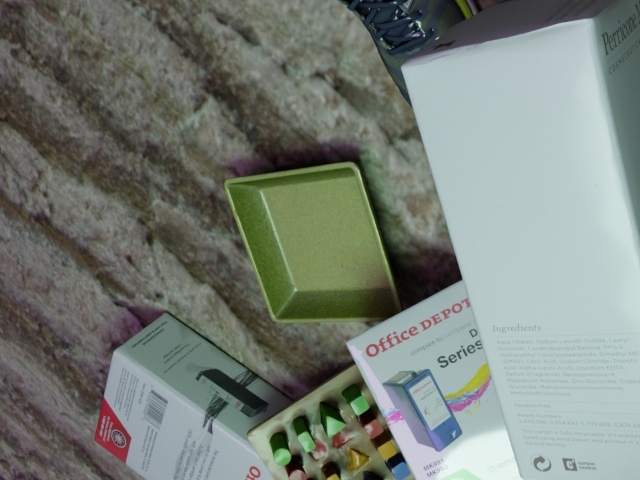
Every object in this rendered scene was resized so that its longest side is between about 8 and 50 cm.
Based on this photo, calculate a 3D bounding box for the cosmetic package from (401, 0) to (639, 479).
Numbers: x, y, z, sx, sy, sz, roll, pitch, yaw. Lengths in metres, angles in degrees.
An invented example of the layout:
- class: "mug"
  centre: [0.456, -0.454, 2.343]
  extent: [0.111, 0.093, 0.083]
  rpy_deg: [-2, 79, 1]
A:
- class: "cosmetic package"
  centre: [0.223, -0.012, 0.765]
  extent: [0.156, 0.217, 0.385]
  rpy_deg: [-4, 115, 35]

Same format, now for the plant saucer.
- class: "plant saucer"
  centre: [0.000, 0.000, 1.037]
  extent: [0.188, 0.045, 0.188]
  rpy_deg: [-5, 113, 36]

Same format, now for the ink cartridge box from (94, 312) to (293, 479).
- class: "ink cartridge box"
  centre: [-0.158, 0.261, 1.248]
  extent: [0.272, 0.114, 0.197]
  rpy_deg: [33, 129, 15]

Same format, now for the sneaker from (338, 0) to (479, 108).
- class: "sneaker"
  centre: [0.045, -0.232, 0.822]
  extent: [0.111, 0.121, 0.300]
  rpy_deg: [-25, 100, 41]

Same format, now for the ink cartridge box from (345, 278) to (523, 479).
- class: "ink cartridge box"
  centre: [0.145, 0.158, 0.928]
  extent: [0.154, 0.093, 0.212]
  rpy_deg: [-29, 80, 12]

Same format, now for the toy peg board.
- class: "toy peg board"
  centre: [0.022, 0.259, 1.085]
  extent: [0.161, 0.079, 0.161]
  rpy_deg: [-32, 96, -3]
